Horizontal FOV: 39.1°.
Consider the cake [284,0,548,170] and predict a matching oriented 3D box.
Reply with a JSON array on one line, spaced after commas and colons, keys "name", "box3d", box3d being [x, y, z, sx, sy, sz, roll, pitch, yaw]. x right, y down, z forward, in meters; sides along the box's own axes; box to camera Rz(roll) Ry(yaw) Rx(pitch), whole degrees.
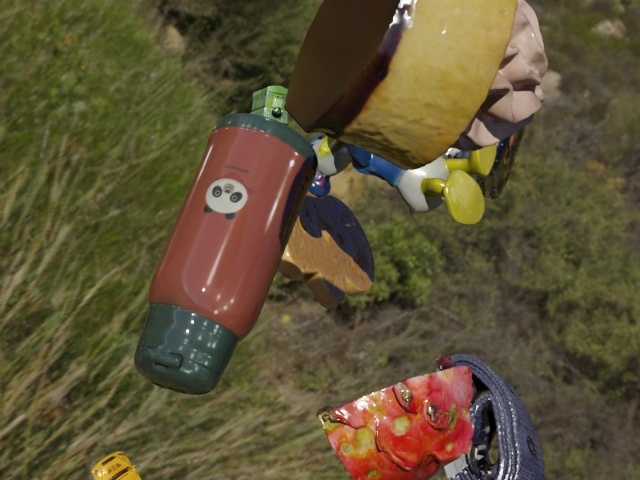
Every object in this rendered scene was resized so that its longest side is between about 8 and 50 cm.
[{"name": "cake", "box3d": [0.094, -0.142, 0.734, 0.178, 0.208, 0.185, 27, 42, -25]}]

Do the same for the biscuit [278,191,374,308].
[{"name": "biscuit", "box3d": [-0.002, 0.001, 1.746, 0.355, 0.052, 0.275, 9, 60, -61]}]

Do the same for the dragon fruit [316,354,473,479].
[{"name": "dragon fruit", "box3d": [0.125, 0.230, 1.103, 0.274, 0.161, 0.126, 16, 43, -63]}]

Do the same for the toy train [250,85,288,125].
[{"name": "toy train", "box3d": [-0.069, -0.178, 1.223, 0.038, 0.056, 0.093, 9, 0, -19]}]

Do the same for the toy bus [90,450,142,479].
[{"name": "toy bus", "box3d": [-0.344, 0.462, 1.622, 0.070, 0.074, 0.162, -32, 94, -29]}]

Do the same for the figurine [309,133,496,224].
[{"name": "figurine", "box3d": [0.072, -0.145, 1.408, 0.283, 0.338, 0.204, 59, 45, -22]}]

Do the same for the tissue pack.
[{"name": "tissue pack", "box3d": [0.314, -0.215, 1.639, 0.123, 0.245, 0.332, 22, -2, 10]}]

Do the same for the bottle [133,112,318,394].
[{"name": "bottle", "box3d": [-0.122, 0.019, 1.084, 0.144, 0.144, 0.336, 38, 63, -37]}]

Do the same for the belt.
[{"name": "belt", "box3d": [0.234, 0.282, 1.322, 0.126, 0.140, 0.230, 38, 31, -51]}]
